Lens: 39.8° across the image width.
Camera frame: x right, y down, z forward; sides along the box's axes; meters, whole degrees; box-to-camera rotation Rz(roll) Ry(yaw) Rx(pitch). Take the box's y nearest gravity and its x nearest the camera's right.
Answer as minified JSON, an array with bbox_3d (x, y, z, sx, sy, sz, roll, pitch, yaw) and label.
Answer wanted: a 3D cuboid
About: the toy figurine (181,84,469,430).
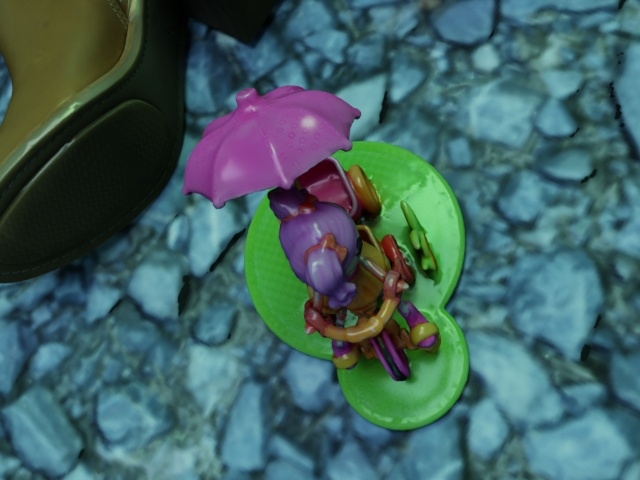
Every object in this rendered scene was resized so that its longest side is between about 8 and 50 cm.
[{"bbox_3d":[0.000,0.000,0.422,0.130,0.159,0.173,-26,66,10],"label":"toy figurine"}]

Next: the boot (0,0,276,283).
[{"bbox_3d":[-0.179,-0.130,0.557,0.220,0.109,0.283,28,81,24],"label":"boot"}]
